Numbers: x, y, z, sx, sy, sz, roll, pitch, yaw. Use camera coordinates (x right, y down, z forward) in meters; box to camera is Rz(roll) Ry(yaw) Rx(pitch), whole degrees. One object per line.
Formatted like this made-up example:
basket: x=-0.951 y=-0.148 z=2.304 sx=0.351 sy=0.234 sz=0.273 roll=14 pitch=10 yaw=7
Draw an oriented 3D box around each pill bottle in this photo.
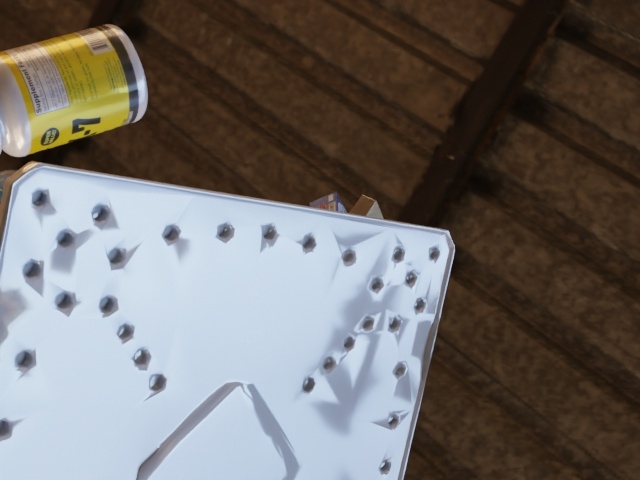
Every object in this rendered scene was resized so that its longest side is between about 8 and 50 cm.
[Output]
pill bottle: x=-0.312 y=-0.163 z=1.254 sx=0.119 sy=0.209 sz=0.119 roll=40 pitch=-39 yaw=42

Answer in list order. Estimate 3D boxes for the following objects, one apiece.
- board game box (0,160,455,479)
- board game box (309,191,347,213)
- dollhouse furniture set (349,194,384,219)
board game box: x=-0.085 y=0.159 z=0.784 sx=0.050 sy=0.390 sz=0.389 roll=17 pitch=-84 yaw=46
board game box: x=0.045 y=0.064 z=1.188 sx=0.035 sy=0.201 sz=0.136 roll=-23 pitch=-154 yaw=11
dollhouse furniture set: x=0.000 y=0.000 z=1.621 sx=0.123 sy=0.144 sz=0.151 roll=25 pitch=-109 yaw=27
